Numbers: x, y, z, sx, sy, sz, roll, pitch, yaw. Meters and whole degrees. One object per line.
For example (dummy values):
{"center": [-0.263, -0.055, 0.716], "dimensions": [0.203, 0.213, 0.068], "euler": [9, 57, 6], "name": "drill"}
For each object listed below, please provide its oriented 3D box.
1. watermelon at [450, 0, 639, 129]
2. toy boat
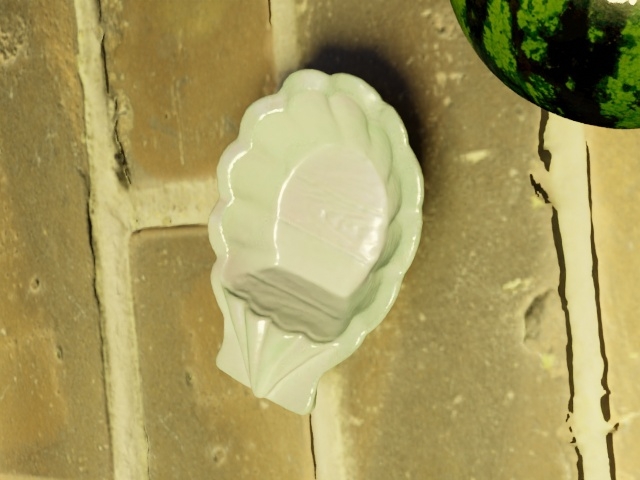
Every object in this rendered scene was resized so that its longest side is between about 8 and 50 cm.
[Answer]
{"center": [0.202, -0.202, 0.586], "dimensions": [0.269, 0.269, 0.268], "euler": [3, 95, 31], "name": "watermelon"}
{"center": [0.000, 0.000, 0.806], "dimensions": [0.199, 0.100, 0.290], "euler": [27, 106, 27], "name": "toy boat"}
